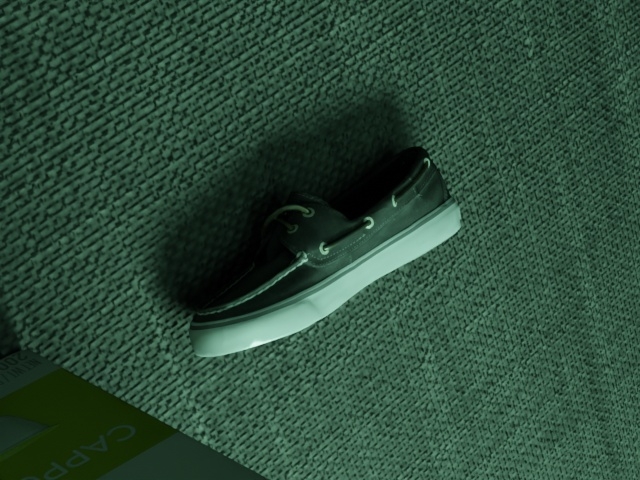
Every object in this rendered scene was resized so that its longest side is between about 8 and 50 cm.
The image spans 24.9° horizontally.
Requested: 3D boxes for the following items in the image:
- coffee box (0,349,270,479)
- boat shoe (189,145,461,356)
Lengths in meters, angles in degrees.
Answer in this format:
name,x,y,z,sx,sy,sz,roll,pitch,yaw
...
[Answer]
name,x,y,z,sx,sy,sz,roll,pitch,yaw
coffee box,-0.158,0.310,0.724,0.337,0.334,0.338,-29,122,-33
boat shoe,0.000,0.000,0.953,0.228,0.080,0.076,-28,103,-30
